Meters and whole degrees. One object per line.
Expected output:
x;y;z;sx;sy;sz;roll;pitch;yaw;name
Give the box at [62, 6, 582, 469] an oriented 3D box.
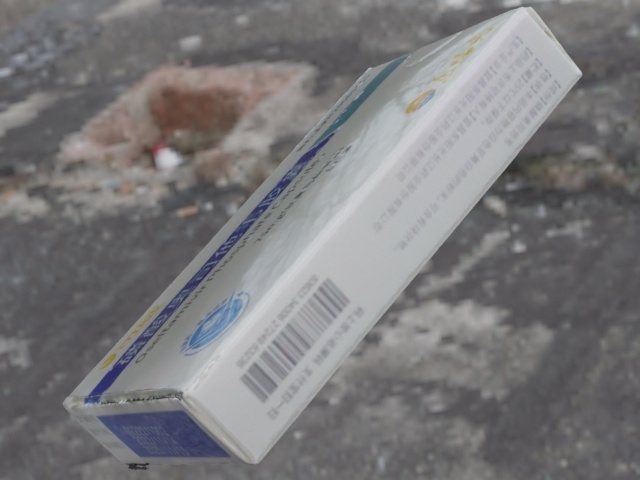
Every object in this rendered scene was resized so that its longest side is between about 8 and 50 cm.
0.000;0.000;1.067;0.343;0.065;0.200;-49;17;-25;box
